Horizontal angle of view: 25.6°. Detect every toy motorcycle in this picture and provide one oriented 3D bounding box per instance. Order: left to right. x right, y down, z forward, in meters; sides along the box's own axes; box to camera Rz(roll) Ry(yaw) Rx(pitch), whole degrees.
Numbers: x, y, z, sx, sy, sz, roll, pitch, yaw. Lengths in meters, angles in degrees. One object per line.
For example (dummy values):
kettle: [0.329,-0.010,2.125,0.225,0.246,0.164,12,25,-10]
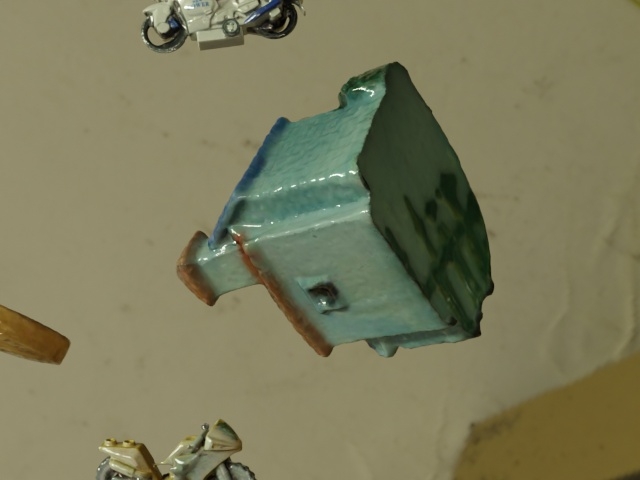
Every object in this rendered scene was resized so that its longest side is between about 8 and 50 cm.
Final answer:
toy motorcycle: [-0.198,0.305,1.945,0.094,0.229,0.129,-51,-37,-74]
toy motorcycle: [-0.135,-0.328,1.888,0.102,0.221,0.150,93,170,-73]

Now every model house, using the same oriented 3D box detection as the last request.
model house: [0.000,0.000,1.724,0.329,0.295,0.251,-19,33,28]

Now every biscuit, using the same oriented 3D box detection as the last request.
biscuit: [-0.485,0.080,1.761,0.275,0.355,0.052,138,156,-77]

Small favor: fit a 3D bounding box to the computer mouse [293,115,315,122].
computer mouse: [-0.017,-0.152,2.095,0.039,0.096,0.066,13,107,51]
